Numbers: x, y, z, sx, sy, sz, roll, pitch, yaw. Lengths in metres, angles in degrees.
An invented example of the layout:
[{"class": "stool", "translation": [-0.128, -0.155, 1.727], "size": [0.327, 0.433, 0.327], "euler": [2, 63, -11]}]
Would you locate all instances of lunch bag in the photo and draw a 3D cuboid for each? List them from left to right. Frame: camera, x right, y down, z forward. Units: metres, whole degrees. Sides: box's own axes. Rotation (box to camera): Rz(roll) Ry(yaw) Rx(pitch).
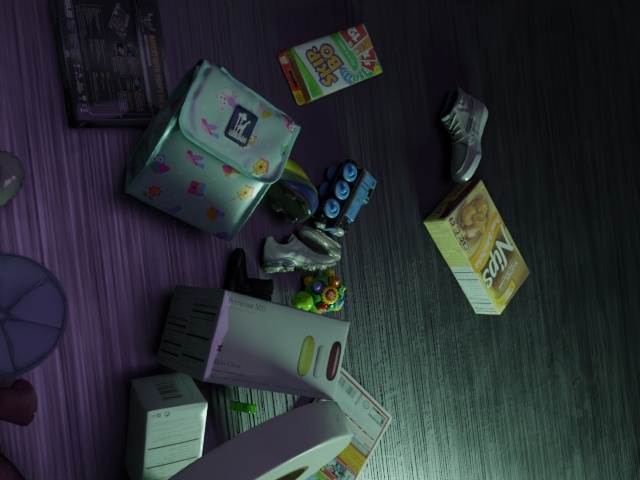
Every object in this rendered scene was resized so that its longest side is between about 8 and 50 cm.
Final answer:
[{"class": "lunch bag", "translation": [-0.188, -0.161, 1.019], "size": [0.223, 0.160, 0.262], "euler": [29, 112, -31]}]

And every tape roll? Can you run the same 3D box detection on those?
[{"class": "tape roll", "translation": [-0.125, 0.403, 0.962], "size": [0.392, 0.392, 0.072], "euler": [-14, 60, -34]}]

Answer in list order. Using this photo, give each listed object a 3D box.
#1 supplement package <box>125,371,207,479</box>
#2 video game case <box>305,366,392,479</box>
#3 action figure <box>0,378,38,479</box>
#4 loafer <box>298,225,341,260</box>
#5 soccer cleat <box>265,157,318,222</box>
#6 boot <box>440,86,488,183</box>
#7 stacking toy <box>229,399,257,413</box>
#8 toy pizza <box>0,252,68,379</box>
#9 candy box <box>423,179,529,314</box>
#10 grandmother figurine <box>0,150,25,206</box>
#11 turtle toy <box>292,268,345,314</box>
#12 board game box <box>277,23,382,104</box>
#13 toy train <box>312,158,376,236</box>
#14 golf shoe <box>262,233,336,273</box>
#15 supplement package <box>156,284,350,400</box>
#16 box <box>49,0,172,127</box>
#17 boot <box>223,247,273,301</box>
[{"class": "supplement package", "translation": [-0.268, 0.335, 0.985], "size": [0.105, 0.105, 0.179], "euler": [-1, 110, -33]}, {"class": "video game case", "translation": [0.027, 0.452, 1.263], "size": [0.204, 0.025, 0.285], "euler": [48, 62, -22]}, {"class": "action figure", "translation": [-0.506, 0.305, 0.776], "size": [0.248, 0.275, 0.370], "euler": [-14, 108, -28]}, {"class": "loafer", "translation": [0.000, 0.000, 1.275], "size": [0.125, 0.045, 0.039], "euler": [39, 49, -33]}, {"class": "soccer cleat", "translation": [-0.112, -0.162, 1.195], "size": [0.289, 0.093, 0.121], "euler": [49, 32, -17]}, {"class": "boot", "translation": [0.362, -0.283, 1.522], "size": [0.123, 0.095, 0.258], "euler": [28, 63, -23]}, {"class": "stacking toy", "translation": [-0.201, 0.233, 1.113], "size": [0.221, 0.052, 0.167], "euler": [23, 75, -33]}, {"class": "toy pizza", "translation": [-0.512, 0.120, 0.915], "size": [0.201, 0.032, 0.201], "euler": [3, 84, -33]}, {"class": "candy box", "translation": [0.422, 0.020, 1.530], "size": [0.183, 0.087, 0.316], "euler": [-44, 110, -29]}, {"class": "grandmother figurine", "translation": [-0.612, -0.068, 0.823], "size": [0.342, 0.104, 0.208], "euler": [-15, 103, -32]}, {"class": "turtle toy", "translation": [-0.002, 0.120, 1.241], "size": [0.130, 0.066, 0.095], "euler": [-15, 96, -21]}, {"class": "board game box", "translation": [0.027, -0.410, 1.328], "size": [0.259, 0.039, 0.124], "euler": [-30, 102, -30]}, {"class": "toy train", "translation": [0.050, -0.094, 1.292], "size": [0.105, 0.080, 0.184], "euler": [40, 65, -32]}, {"class": "golf shoe", "translation": [-0.042, 0.026, 1.227], "size": [0.176, 0.069, 0.086], "euler": [2, 79, -36]}, {"class": "supplement package", "translation": [-0.118, 0.179, 1.016], "size": [0.261, 0.204, 0.145], "euler": [18, 78, -34]}, {"class": "box", "translation": [-0.371, -0.324, 1.031], "size": [0.183, 0.056, 0.231], "euler": [-10, 92, -35]}, {"class": "boot", "translation": [-0.141, 0.082, 1.165], "size": [0.099, 0.045, 0.121], "euler": [14, 86, -31]}]
